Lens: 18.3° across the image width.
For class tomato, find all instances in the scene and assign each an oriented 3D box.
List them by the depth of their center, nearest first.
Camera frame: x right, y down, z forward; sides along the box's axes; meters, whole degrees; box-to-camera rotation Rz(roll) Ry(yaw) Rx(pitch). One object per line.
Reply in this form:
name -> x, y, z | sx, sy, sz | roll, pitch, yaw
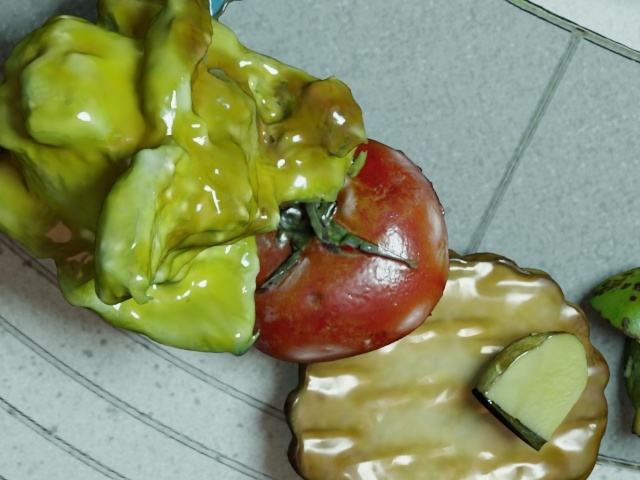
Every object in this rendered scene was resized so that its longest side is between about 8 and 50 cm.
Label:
tomato -> -0.003, 0.001, 1.813 | 0.228, 0.101, 0.228 | -6, 73, 21

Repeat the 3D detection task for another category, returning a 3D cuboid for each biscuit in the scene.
biscuit -> 0.120, 0.160, 1.930 | 0.325, 0.107, 0.326 | -3, 107, -11

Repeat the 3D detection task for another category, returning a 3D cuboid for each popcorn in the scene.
popcorn -> -0.152, -0.049, 1.715 | 0.321, 0.290, 0.326 | -43, 125, -36

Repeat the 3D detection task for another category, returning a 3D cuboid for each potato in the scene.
potato -> 0.198, 0.126, 1.852 | 0.103, 0.066, 0.096 | -45, 121, -3

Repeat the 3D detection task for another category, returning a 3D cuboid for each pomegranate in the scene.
pomegranate -> 0.339, 0.104, 1.924 | 0.122, 0.143, 0.169 | -22, 96, -7

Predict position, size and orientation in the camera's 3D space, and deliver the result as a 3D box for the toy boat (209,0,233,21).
toy boat -> -0.024, -0.237, 1.806 | 0.185, 0.075, 0.077 | -22, 105, -6
